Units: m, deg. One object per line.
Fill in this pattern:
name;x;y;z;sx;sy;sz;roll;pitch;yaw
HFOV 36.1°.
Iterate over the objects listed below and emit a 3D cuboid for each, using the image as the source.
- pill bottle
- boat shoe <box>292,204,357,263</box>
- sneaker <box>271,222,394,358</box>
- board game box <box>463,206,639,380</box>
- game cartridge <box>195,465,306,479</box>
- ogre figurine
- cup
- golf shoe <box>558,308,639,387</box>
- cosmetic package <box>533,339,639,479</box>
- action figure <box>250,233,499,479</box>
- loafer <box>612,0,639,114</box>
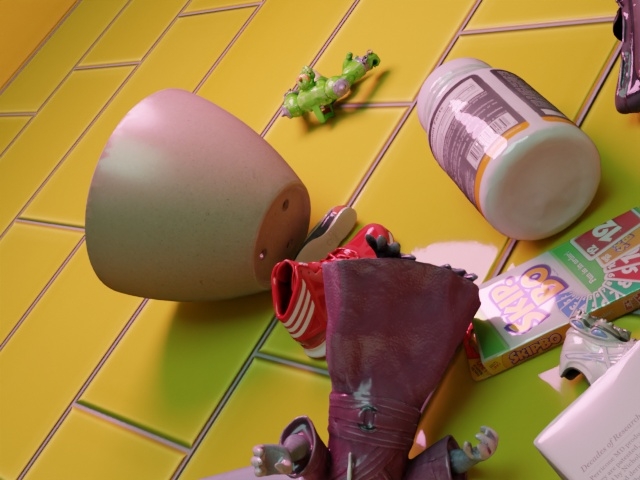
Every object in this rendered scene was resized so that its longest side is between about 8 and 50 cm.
pill bottle;0.237;-0.132;1.301;0.162;0.162;0.278;-37;34;6
boat shoe;0.000;0.000;1.478;0.137;0.049;0.043;-50;33;-17
sneaker;0.016;0.040;1.348;0.087;0.128;0.221;0;52;43
board game box;0.279;0.065;1.160;0.259;0.039;0.124;-31;35;19
game cartridge;-0.089;0.391;1.134;0.198;0.062;0.297;-24;38;29
ogre figurine;0.006;-0.268;1.732;0.197;0.097;0.118;0;32;24
cup;-0.156;-0.041;1.482;0.237;0.331;0.331;19;63;24
golf shoe;0.324;0.139;1.025;0.176;0.069;0.086;23;89;56
cosmetic package;0.320;0.212;0.855;0.151;0.151;0.184;-43;34;-2
action figure;0.047;0.188;1.107;0.276;0.248;0.370;149;134;-79
loafer;0.433;-0.291;1.342;0.095;0.109;0.302;-23;41;31
